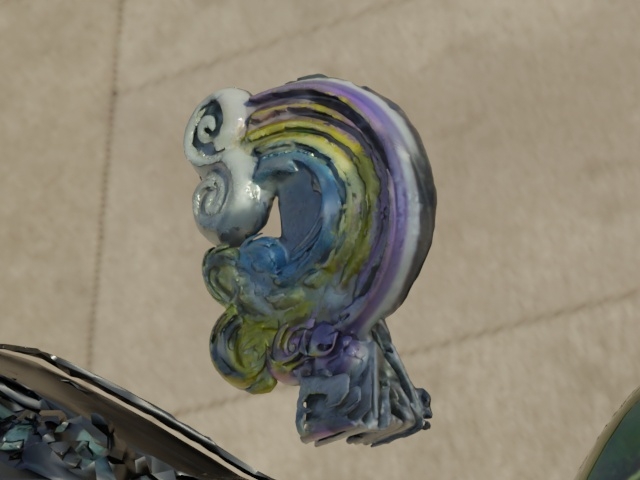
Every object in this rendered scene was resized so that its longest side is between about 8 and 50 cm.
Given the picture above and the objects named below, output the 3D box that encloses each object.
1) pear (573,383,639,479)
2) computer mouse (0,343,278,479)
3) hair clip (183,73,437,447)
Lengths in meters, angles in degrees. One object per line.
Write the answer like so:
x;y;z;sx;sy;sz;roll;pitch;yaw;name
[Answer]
0.229;0.152;0.794;0.399;0.165;0.398;-28;38;25;pear
-0.024;0.112;0.471;0.077;0.241;0.146;-42;9;16;computer mouse
0.000;0.000;0.750;0.116;0.049;0.172;-22;68;27;hair clip
